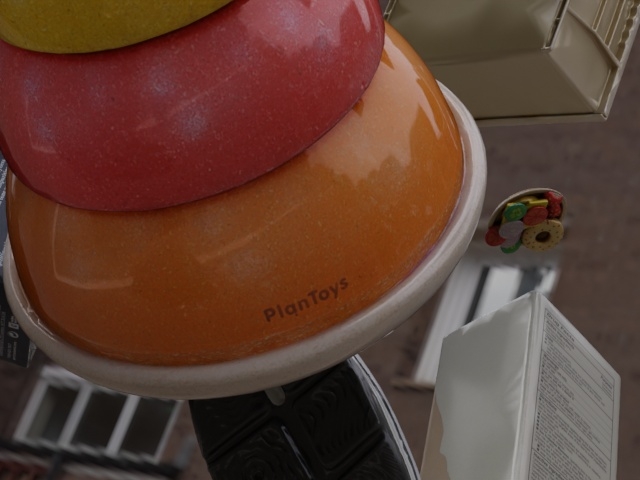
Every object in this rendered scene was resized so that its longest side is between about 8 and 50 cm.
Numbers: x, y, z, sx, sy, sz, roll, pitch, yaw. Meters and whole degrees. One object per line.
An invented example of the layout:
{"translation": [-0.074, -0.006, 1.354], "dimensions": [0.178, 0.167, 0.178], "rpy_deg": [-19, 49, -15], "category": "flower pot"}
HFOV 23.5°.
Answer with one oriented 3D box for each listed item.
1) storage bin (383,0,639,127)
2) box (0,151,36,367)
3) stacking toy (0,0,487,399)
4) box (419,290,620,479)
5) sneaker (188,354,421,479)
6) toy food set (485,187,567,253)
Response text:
{"translation": [0.216, -0.268, 1.718], "dimensions": [0.262, 0.260, 0.123], "rpy_deg": [0, -31, 44], "category": "storage bin"}
{"translation": [-0.432, -0.073, 1.827], "dimensions": [0.312, 0.343, 0.179], "rpy_deg": [19, -35, -2], "category": "box"}
{"translation": [-0.099, -0.169, 0.961], "dimensions": [0.350, 0.350, 0.480], "rpy_deg": [9, -44, 28], "category": "stacking toy"}
{"translation": [0.179, 0.212, 1.390], "dimensions": [0.121, 0.311, 0.148], "rpy_deg": [-30, -63, 33], "category": "box"}
{"translation": [-0.012, 0.082, 1.328], "dimensions": [0.169, 0.447, 0.257], "rpy_deg": [-40, -15, 25], "category": "sneaker"}
{"translation": [0.196, -0.018, 1.463], "dimensions": [0.082, 0.020, 0.083], "rpy_deg": [-7, -40, -16], "category": "toy food set"}
